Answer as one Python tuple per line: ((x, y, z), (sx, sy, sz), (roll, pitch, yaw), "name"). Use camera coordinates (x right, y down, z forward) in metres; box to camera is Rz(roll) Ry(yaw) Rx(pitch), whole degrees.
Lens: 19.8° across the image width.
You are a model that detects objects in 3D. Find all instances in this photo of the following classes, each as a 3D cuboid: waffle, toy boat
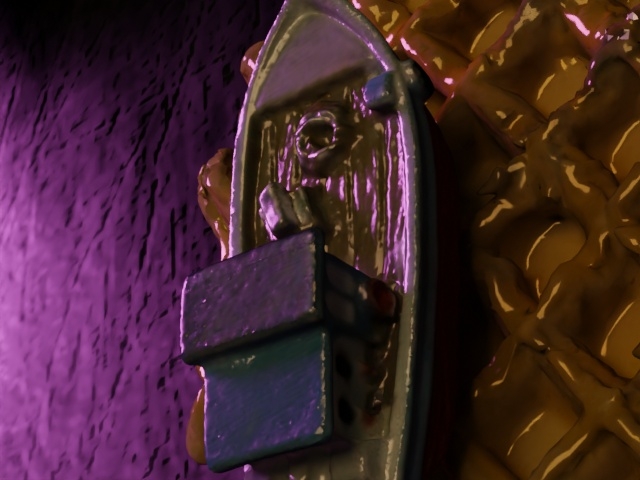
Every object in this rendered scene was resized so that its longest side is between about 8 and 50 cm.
((0.059, -0.017, 0.548), (0.250, 0.056, 0.261), (-12, 60, 38), "waffle")
((0.000, 0.000, 0.508), (0.069, 0.059, 0.173), (-20, 54, 34), "toy boat")
